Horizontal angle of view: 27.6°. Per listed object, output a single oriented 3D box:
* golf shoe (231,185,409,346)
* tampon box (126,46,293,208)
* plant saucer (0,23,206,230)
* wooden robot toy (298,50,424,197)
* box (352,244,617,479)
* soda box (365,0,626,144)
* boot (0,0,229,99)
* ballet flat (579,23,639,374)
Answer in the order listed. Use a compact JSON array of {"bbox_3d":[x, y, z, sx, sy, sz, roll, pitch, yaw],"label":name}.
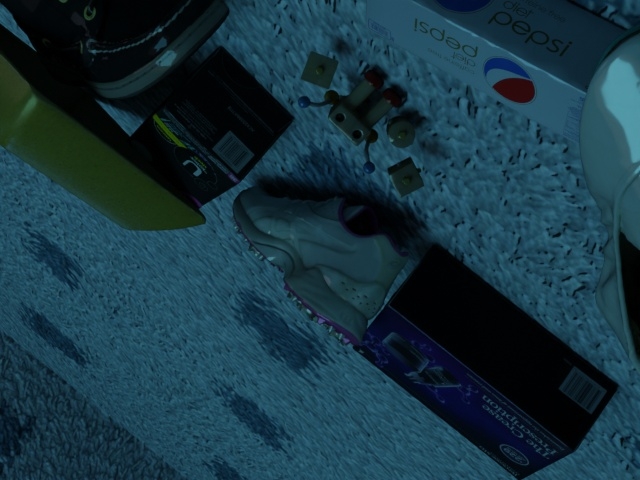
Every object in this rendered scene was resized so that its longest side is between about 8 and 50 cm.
[{"bbox_3d":[0.000,0.000,1.532,0.115,0.140,0.306,37,-174,-41],"label":"golf shoe"},{"bbox_3d":[-0.129,-0.124,1.491,0.120,0.101,0.161,44,156,-9],"label":"tampon box"},{"bbox_3d":[-0.326,-0.147,1.544,0.333,0.081,0.333,45,-177,38],"label":"plant saucer"},{"bbox_3d":[0.046,-0.127,1.305,0.173,0.076,0.079,45,-169,-11],"label":"wooden robot toy"},{"bbox_3d":[0.184,0.147,1.514,0.261,0.103,0.184,38,159,4],"label":"box"},{"bbox_3d":[0.142,-0.166,1.047,0.216,0.074,0.069,32,155,17],"label":"soda box"},{"bbox_3d":[-0.274,-0.298,1.362,0.284,0.138,0.377,52,162,-27],"label":"boot"},{"bbox_3d":[0.284,-0.005,1.031,0.139,0.139,0.400,28,157,26],"label":"ballet flat"}]
